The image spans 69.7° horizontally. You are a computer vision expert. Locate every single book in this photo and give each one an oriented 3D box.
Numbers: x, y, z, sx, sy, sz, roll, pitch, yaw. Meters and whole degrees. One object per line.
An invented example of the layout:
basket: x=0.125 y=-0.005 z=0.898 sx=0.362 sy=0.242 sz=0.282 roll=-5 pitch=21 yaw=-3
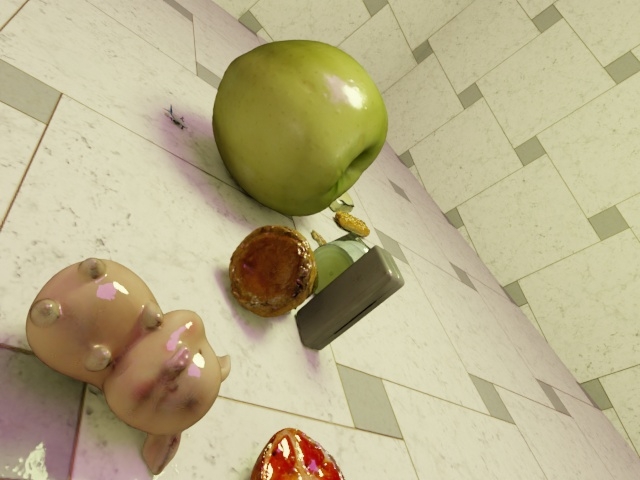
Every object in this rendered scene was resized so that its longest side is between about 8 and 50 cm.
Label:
book: x=0.120 y=0.046 z=1.480 sx=0.160 sy=0.024 sz=0.228 roll=47 pitch=22 yaw=8

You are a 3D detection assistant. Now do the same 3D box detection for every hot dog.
hot dog: x=0.112 y=-0.059 z=1.622 sx=0.165 sy=0.045 sz=0.071 roll=24 pitch=32 yaw=-43

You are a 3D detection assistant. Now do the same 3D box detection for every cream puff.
cream puff: x=-0.078 y=0.078 z=0.940 sx=0.183 sy=0.183 sz=0.169 roll=56 pitch=2 yaw=26

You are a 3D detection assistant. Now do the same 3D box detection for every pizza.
pizza: x=0.000 y=0.000 z=1.362 sx=0.083 sy=0.016 sz=0.037 roll=52 pitch=29 yaw=13

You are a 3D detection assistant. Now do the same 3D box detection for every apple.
apple: x=-0.059 y=-0.306 z=1.232 sx=0.473 sy=0.473 sz=0.473 roll=37 pitch=23 yaw=-19

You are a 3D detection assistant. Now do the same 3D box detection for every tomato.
tomato: x=-0.035 y=0.344 z=0.626 sx=0.155 sy=0.069 sz=0.155 roll=34 pitch=22 yaw=-16

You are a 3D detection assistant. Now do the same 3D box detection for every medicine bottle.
medicine bottle: x=0.052 y=0.074 z=1.151 sx=0.147 sy=0.147 sz=0.143 roll=51 pitch=21 yaw=16

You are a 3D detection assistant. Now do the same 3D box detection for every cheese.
cheese: x=0.032 y=-0.212 z=1.711 sx=0.127 sy=0.054 sz=0.251 roll=5 pitch=50 yaw=-57

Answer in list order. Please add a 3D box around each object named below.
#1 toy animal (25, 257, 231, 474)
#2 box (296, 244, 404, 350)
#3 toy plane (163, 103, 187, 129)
toy animal: x=-0.228 y=0.135 z=0.556 sx=0.250 sy=0.154 sz=0.166 roll=48 pitch=63 yaw=-13
box: x=0.055 y=0.120 z=0.945 sx=0.055 sy=0.244 sz=0.103 roll=32 pitch=25 yaw=-37
toy plane: x=-0.392 y=-0.332 z=1.255 sx=0.084 sy=0.024 sz=0.078 roll=53 pitch=22 yaw=4
